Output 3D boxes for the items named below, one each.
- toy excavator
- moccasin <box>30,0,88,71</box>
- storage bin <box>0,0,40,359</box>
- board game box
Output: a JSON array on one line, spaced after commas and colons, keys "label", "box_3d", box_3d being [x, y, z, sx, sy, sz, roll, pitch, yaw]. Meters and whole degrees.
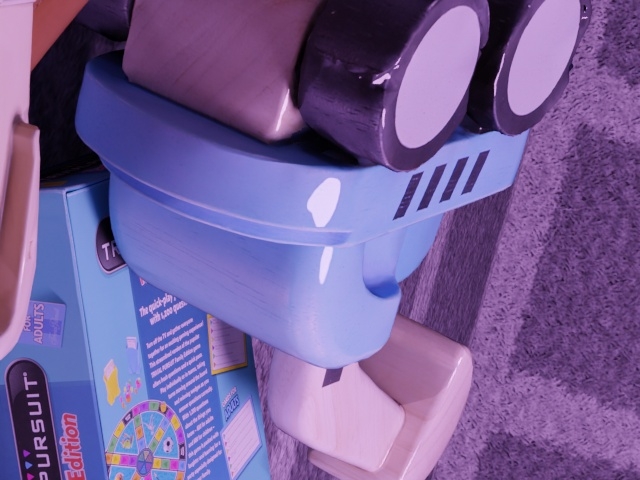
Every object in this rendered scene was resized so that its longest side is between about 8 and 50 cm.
[{"label": "toy excavator", "box_3d": [0.000, 0.000, 1.164, 0.433, 0.222, 0.445, -19, 130, -57]}, {"label": "moccasin", "box_3d": [-0.168, -0.165, 0.849, 0.380, 0.139, 0.147, -55, 169, -22]}, {"label": "storage bin", "box_3d": [-0.245, -0.011, 0.475, 0.260, 0.262, 0.123, -48, 149, -57]}, {"label": "board game box", "box_3d": [-0.121, 0.112, 1.204, 0.254, 0.079, 0.336, -30, 114, -68]}]
